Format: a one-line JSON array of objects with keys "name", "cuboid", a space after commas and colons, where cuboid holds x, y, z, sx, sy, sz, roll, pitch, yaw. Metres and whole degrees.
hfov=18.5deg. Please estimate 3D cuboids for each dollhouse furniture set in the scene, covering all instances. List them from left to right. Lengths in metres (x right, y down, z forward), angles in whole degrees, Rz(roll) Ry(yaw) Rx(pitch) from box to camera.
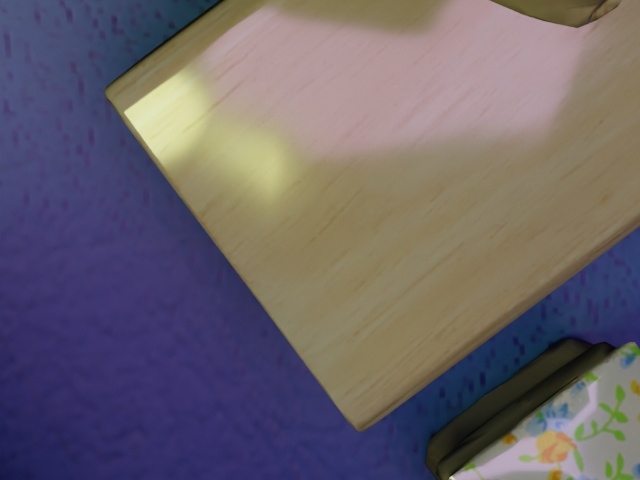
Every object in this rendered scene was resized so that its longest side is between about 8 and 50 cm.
[{"name": "dollhouse furniture set", "cuboid": [0.000, 0.000, 0.497, 0.394, 0.256, 0.362, -37, 102, -2]}]

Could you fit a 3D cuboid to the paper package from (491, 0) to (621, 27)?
[{"name": "paper package", "cuboid": [-0.027, -0.246, 0.358, 0.325, 0.168, 0.309, 22, 70, -2]}]
